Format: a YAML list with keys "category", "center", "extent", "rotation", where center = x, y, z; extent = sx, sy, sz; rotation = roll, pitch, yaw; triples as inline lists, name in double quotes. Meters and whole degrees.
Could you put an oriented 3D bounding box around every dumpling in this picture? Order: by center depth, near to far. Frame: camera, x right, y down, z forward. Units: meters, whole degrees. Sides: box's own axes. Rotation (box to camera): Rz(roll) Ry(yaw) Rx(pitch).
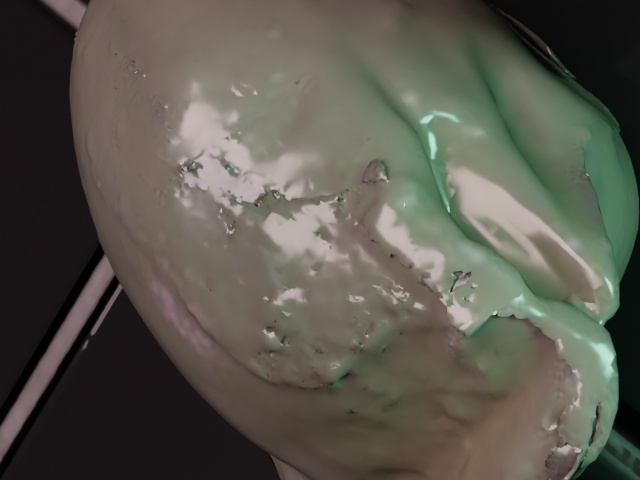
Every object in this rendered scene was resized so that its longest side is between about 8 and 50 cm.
- category: "dumpling"
  center: [0.000, 0.000, 0.466]
  extent: [0.247, 0.142, 0.172]
  rotation: [-121, 35, -42]
